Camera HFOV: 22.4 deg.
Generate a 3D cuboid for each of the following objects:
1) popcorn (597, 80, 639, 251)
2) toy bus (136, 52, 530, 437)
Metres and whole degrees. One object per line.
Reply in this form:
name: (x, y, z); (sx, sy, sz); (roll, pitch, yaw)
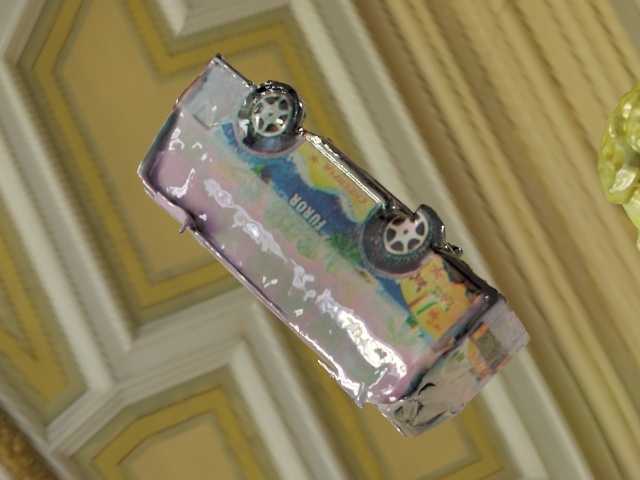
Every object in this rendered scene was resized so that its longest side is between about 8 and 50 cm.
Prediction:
popcorn: (0.310, -0.059, 1.380); (0.142, 0.173, 0.174); (1, -115, 13)
toy bus: (0.000, 0.000, 1.171); (0.138, 0.112, 0.317); (-47, -122, -4)
